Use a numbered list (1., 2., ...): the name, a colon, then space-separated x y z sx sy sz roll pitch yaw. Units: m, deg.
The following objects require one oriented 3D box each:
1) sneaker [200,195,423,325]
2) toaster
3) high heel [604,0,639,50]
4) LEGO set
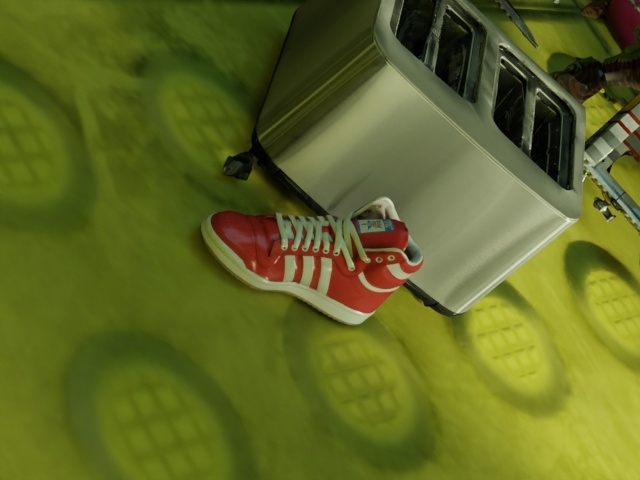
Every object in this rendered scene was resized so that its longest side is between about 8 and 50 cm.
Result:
1. sneaker: 0.000 0.000 0.873 0.118 0.067 0.042 24 39 -37
2. toaster: 0.055 -0.064 0.973 0.168 0.110 0.185 40 33 -17
3. high heel: 0.411 -0.151 1.398 0.377 0.181 0.127 34 54 2
4. LEGO set: 0.203 -0.123 1.221 0.331 0.192 0.255 48 1 -11
